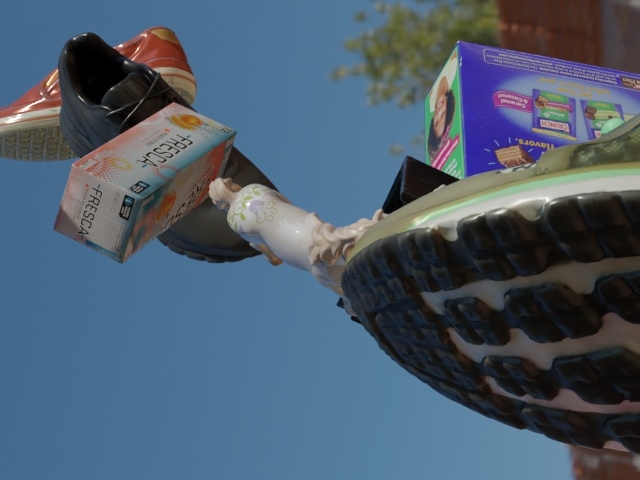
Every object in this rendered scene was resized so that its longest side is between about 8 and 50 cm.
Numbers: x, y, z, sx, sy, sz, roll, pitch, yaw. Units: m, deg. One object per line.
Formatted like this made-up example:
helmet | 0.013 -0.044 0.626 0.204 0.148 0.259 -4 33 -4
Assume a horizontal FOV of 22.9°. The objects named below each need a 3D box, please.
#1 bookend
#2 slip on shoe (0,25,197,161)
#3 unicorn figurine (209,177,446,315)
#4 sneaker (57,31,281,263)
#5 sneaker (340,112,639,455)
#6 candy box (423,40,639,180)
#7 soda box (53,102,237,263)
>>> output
bookend | 0.073 0.023 1.369 0.156 0.072 0.157 -73 7 -75
slip on shoe | -0.298 -0.175 1.949 0.123 0.331 0.101 26 -129 -55
unicorn figurine | 0.000 0.000 0.931 0.111 0.162 0.060 53 -128 -64
sneaker | -0.145 -0.085 1.436 0.109 0.286 0.130 -45 -25 -22
sneaker | 0.202 -0.036 0.670 0.158 0.410 0.182 57 -150 -29
candy box | 0.256 -0.038 1.679 0.122 0.268 0.317 116 160 -52
soda box | -0.131 -0.048 1.210 0.183 0.063 0.058 -45 -22 -62
